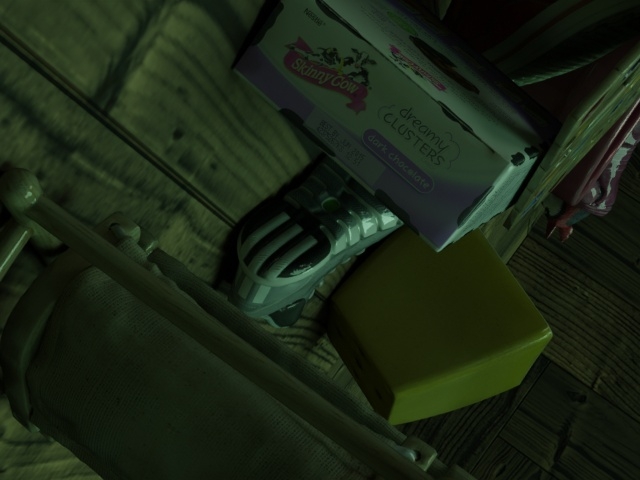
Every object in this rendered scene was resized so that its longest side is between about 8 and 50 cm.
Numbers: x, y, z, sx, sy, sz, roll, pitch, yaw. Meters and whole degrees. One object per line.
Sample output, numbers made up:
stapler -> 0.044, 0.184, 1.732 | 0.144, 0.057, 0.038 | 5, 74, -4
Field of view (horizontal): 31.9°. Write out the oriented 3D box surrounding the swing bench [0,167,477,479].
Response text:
swing bench -> -0.061, 0.114, 0.591 | 0.165, 0.253, 0.255 | -55, 168, 0

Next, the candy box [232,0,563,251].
candy box -> 0.062, -0.086, 0.708 | 0.070, 0.165, 0.196 | -51, 169, 22

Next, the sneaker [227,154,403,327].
sneaker -> 0.000, 0.000, 0.939 | 0.229, 0.086, 0.132 | -29, 159, -40

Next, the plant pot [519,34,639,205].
plant pot -> 0.224, -0.163, 1.070 | 0.201, 0.180, 0.201 | -50, 166, -18

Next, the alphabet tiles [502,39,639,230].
alphabet tiles -> 0.199, -0.100, 0.732 | 0.198, 0.009, 0.237 | -46, 170, -13

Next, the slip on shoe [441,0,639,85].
slip on shoe -> 0.148, -0.172, 0.832 | 0.123, 0.101, 0.331 | -14, 177, -18

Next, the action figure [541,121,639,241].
action figure -> 0.465, -0.159, 1.799 | 0.248, 0.276, 0.370 | -40, 148, -66

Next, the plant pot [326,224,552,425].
plant pot -> 0.123, 0.105, 1.351 | 0.187, 0.212, 0.212 | -28, 160, -13
